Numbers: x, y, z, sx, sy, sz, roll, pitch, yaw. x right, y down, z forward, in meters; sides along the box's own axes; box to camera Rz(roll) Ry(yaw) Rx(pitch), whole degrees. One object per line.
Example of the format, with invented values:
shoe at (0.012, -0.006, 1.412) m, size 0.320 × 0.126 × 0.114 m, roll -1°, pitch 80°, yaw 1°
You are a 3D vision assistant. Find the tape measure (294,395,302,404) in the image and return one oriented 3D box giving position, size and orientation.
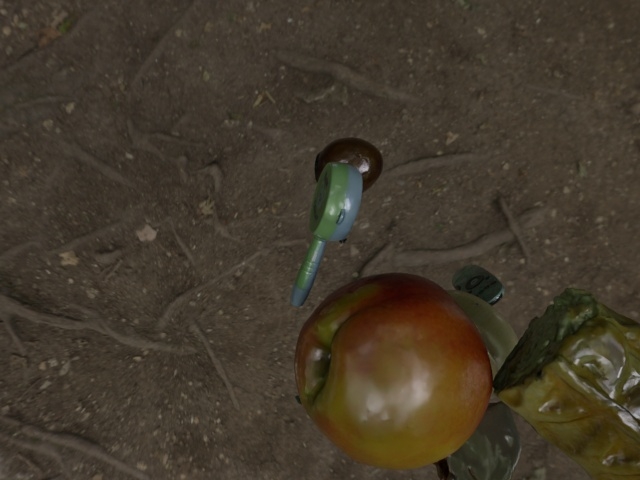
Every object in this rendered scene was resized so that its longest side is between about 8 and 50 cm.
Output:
tape measure at (0.067, 0.283, 0.927) m, size 0.196 × 0.178 × 0.105 m, roll -31°, pitch 110°, yaw -58°

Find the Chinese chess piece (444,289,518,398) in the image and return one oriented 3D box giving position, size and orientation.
Chinese chess piece at (0.327, 0.241, 1.016) m, size 0.102 × 0.273 × 0.273 m, roll -35°, pitch 91°, yaw -30°

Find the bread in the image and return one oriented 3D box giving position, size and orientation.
bread at (0.425, 0.228, 0.660) m, size 0.252 × 0.196 × 0.239 m, roll 32°, pitch 78°, yaw 9°

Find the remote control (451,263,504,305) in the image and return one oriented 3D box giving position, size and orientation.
remote control at (0.410, 0.119, 1.145) m, size 0.097 × 0.256 × 0.045 m, roll -42°, pitch 97°, yaw 9°

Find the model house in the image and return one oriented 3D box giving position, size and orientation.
model house at (0.381, 0.522, 1.078) m, size 0.219 × 0.229 × 0.200 m, roll -18°, pitch 68°, yaw 4°

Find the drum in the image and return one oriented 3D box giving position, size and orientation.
drum at (0.003, 0.007, 0.660) m, size 0.049 × 0.130 × 0.253 m, roll 13°, pitch 105°, yaw -13°

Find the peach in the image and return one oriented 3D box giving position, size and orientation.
peach at (0.126, 0.207, 0.706) m, size 0.332 × 0.307 × 0.308 m, roll 17°, pitch 74°, yaw -23°

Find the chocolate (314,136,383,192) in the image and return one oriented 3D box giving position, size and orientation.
chocolate at (0.076, -0.179, 1.084) m, size 0.176 × 0.176 × 0.177 m, roll 4°, pitch 77°, yaw -17°
